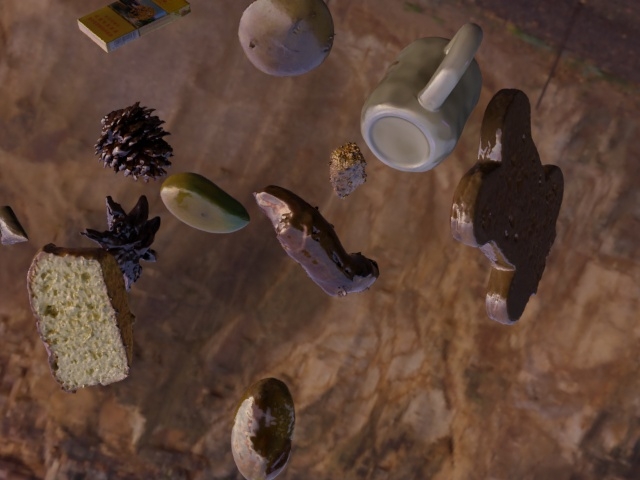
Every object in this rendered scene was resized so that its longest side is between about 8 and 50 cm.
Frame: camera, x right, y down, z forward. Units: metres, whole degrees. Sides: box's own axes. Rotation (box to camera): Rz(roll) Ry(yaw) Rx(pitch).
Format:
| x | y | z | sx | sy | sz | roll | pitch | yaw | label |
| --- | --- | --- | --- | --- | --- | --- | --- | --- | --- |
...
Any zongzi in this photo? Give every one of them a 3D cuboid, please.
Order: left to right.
| x | y | z | sx | sy | sz | roll | pitch | yaw | label |
| --- | --- | --- | --- | --- | --- | --- | --- | --- | --- |
| -0.589 | -0.032 | 1.763 | 0.040 | 0.076 | 0.083 | -19 | -172 | -40 | zongzi |

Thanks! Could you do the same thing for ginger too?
| x | y | z | sx | sy | sz | roll | pitch | yaw | label |
| --- | --- | --- | --- | --- | --- | --- | --- | --- | --- |
| 0.001 | 0.013 | 1.768 | 0.309 | 0.107 | 0.133 | 42 | -142 | -34 | ginger |

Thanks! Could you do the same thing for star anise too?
| x | y | z | sx | sy | sz | roll | pitch | yaw | label |
| --- | --- | --- | --- | --- | --- | --- | --- | --- | --- |
| -0.455 | 0.019 | 2.195 | 0.103 | 0.271 | 0.272 | 19 | -172 | 34 | star anise |

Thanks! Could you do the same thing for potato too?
| x | y | z | sx | sy | sz | roll | pitch | yaw | label |
| --- | --- | --- | --- | --- | --- | --- | --- | --- | --- |
| -0.078 | -0.480 | 2.245 | 0.239 | 0.115 | 0.299 | -12 | 155 | 3 | potato |

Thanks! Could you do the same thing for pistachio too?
| x | y | z | sx | sy | sz | roll | pitch | yaw | label |
| --- | --- | --- | --- | --- | --- | --- | --- | --- | --- |
| -0.104 | 0.334 | 1.633 | 0.110 | 0.189 | 0.100 | 4 | 179 | 19 | pistachio |

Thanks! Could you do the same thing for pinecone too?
| x | y | z | sx | sy | sz | roll | pitch | yaw | label |
| --- | --- | --- | --- | --- | --- | --- | --- | --- | --- |
| -0.377 | -0.195 | 1.880 | 0.174 | 0.173 | 0.173 | 21 | -169 | -4 | pinecone |

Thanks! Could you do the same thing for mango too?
| x | y | z | sx | sy | sz | roll | pitch | yaw | label |
| --- | --- | --- | --- | --- | --- | --- | --- | --- | --- |
| -0.305 | -0.088 | 2.399 | 0.237 | 0.137 | 0.091 | 37 | -148 | -11 | mango |

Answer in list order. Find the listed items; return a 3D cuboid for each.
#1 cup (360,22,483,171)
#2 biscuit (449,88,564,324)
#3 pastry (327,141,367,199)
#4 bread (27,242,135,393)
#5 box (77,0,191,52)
| x | y | z | sx | sy | sz | roll | pitch | yaw | label |
| --- | --- | --- | --- | --- | --- | --- | --- | --- | --- |
| 0.202 | -0.242 | 1.578 | 0.255 | 0.202 | 0.173 | -18 | 122 | 46 | cup |
| 0.356 | -0.053 | 1.776 | 0.076 | 0.368 | 0.394 | 9 | 156 | 34 | biscuit |
| 0.054 | -0.140 | 1.868 | 0.056 | 0.080 | 0.140 | 56 | 175 | 29 | pastry |
| -0.506 | 0.142 | 1.992 | 0.195 | 0.339 | 0.179 | -8 | -160 | 6 | bread |
| -0.288 | -0.349 | 1.430 | 0.155 | 0.023 | 0.087 | -34 | -127 | -25 | box |
